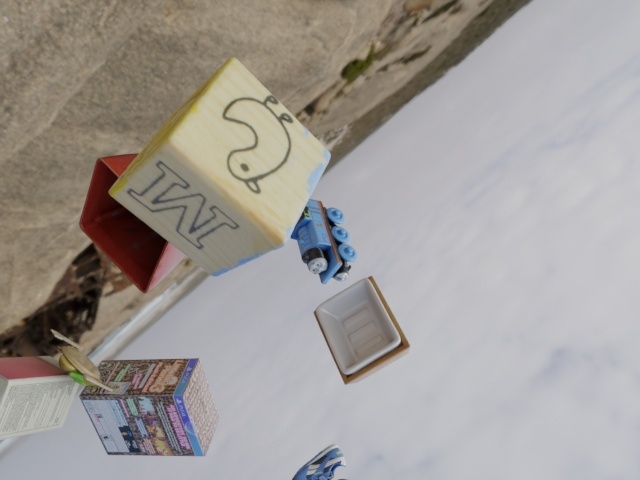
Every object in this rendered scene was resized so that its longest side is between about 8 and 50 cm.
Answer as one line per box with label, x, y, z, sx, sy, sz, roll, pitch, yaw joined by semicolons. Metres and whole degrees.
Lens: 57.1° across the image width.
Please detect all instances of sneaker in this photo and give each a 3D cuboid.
sneaker;-0.005;0.520;1.321;0.144;0.059;0.053;-38;155;-4

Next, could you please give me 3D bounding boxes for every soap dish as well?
soap dish;0.129;0.282;1.833;0.229;0.118;0.290;-32;-131;7

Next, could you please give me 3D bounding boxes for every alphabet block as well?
alphabet block;-0.137;-0.094;0.824;0.193;0.197;0.192;-25;-148;45

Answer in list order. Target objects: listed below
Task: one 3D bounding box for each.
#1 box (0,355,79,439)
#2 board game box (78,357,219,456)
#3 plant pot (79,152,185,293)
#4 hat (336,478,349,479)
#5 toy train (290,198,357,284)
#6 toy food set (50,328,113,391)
box;-0.708;0.364;1.386;0.148;0.127;0.232;-69;159;-2
board game box;-0.453;0.451;1.591;0.291;0.232;0.141;-3;-149;11
plant pot;-0.427;-0.074;1.542;0.236;0.267;0.267;-36;166;-48
hat;0.056;0.747;1.614;0.331;0.331;0.134;-39;-177;37
toy train;0.000;0.000;1.131;0.080;0.105;0.184;-55;-143;38
toy food set;-0.594;0.306;1.438;0.038;0.192;0.132;-46;146;-11
